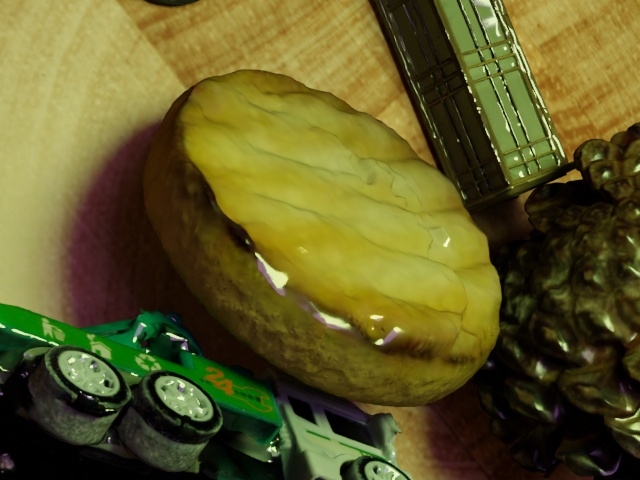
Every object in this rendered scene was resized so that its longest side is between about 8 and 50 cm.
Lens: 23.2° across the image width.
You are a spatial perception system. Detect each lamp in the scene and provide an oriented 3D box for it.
[{"bbox_3d":[0.105,-0.187,1.324,0.090,0.089,0.325,-20,87,-34],"label":"lamp"}]

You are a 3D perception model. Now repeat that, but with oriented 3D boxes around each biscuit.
[{"bbox_3d":[0.000,0.000,1.141,0.296,0.102,0.296,28,33,-20],"label":"biscuit"}]

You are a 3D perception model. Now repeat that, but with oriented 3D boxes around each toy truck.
[{"bbox_3d":[-0.106,0.141,1.034,0.363,0.176,0.178,24,24,-24],"label":"toy truck"}]

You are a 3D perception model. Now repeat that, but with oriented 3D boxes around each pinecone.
[{"bbox_3d":[0.259,0.074,1.228,0.242,0.296,0.298,23,31,-37],"label":"pinecone"}]

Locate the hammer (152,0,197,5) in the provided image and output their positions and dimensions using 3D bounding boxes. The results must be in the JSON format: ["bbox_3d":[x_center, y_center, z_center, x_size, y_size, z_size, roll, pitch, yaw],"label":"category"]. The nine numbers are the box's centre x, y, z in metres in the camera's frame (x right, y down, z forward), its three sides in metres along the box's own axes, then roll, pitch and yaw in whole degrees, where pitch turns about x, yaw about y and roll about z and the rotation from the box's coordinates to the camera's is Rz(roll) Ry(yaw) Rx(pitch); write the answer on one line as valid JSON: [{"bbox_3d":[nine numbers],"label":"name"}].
[{"bbox_3d":[-0.152,-0.301,1.230,0.103,0.029,0.246,-23,87,-36],"label":"hammer"}]
